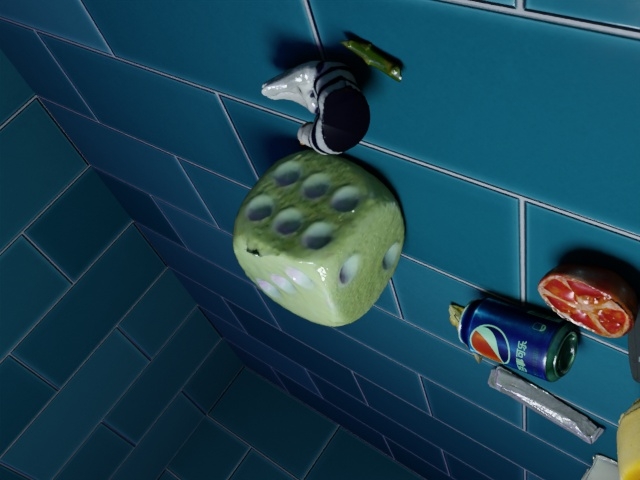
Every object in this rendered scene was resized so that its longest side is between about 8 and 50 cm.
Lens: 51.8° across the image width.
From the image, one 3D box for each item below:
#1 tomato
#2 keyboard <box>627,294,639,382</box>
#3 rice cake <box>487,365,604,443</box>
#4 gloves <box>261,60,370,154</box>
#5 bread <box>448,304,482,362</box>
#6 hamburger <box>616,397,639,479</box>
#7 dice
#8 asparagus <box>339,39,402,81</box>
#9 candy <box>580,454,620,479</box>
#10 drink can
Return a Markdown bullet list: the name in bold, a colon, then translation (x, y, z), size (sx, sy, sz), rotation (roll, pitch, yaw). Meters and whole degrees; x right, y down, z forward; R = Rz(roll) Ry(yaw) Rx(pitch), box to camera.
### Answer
- **tomato**: translation (0.420, 0.079, 1.021), size (0.155, 0.069, 0.155), rotation (34, 162, 13)
- **keyboard**: translation (0.574, 0.218, 1.118), size (0.103, 0.041, 0.381), rotation (21, 146, 39)
- **rice cake**: translation (0.505, 0.372, 1.496), size (0.269, 0.055, 0.049), rotation (28, 161, 18)
- **gloves**: translation (-0.003, -0.222, 1.046), size (0.140, 0.131, 0.219), rotation (51, -174, -34)
- **bread**: translation (0.306, 0.193, 1.415), size (0.109, 0.080, 0.084), rotation (20, 150, 32)
- **hamburger**: translation (0.637, 0.366, 1.087), size (0.300, 0.176, 0.300), rotation (20, 141, 17)
- **dice**: translation (0.000, 0.000, 1.277), size (0.252, 0.254, 0.250), rotation (23, 157, 30)
- **asparagus**: translation (0.075, -0.263, 0.945), size (0.108, 0.021, 0.025), rotation (35, 154, 10)
- **candy**: translation (0.695, 0.628, 1.539), size (0.195, 0.185, 0.137), rotation (20, 148, 39)
- **drink can**: translation (0.370, 0.182, 1.244), size (0.204, 0.118, 0.118), rotation (17, 150, 44)
